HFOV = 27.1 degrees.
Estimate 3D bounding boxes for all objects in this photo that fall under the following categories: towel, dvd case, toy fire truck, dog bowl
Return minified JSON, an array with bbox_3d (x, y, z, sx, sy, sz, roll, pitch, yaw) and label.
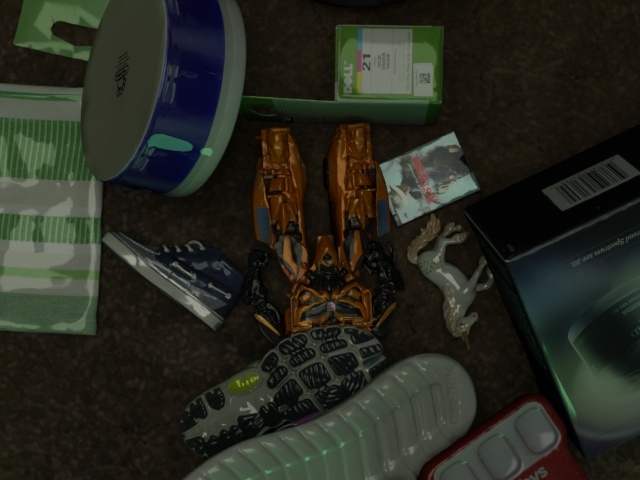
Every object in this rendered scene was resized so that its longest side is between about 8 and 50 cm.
[{"bbox_3d":[-0.407,-0.044,1.731,0.247,0.038,0.325,2,85,2],"label":"towel"},{"bbox_3d":[0.137,-0.079,1.725,0.119,0.013,0.087,-23,85,2],"label":"dvd case"},{"bbox_3d":[0.192,0.353,1.531,0.302,0.169,0.254,-33,92,-6],"label":"toy fire truck"},{"bbox_3d":[-0.196,-0.190,1.615,0.104,0.265,0.265,10,85,-30],"label":"dog bowl"}]

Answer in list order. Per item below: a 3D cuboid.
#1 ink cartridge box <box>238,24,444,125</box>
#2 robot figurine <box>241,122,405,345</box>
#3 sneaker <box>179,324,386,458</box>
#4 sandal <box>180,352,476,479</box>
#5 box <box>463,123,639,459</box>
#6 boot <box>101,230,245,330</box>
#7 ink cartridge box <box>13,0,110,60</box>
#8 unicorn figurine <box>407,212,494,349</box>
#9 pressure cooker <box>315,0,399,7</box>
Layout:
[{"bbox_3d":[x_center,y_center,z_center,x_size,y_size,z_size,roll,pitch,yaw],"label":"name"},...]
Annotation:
[{"bbox_3d":[0.022,-0.203,1.650,0.255,0.189,0.097,2,86,2],"label":"ink cartridge box"},{"bbox_3d":[0.000,0.000,1.678,0.211,0.085,0.291,-5,88,-8],"label":"robot figurine"},{"bbox_3d":[-0.049,0.176,1.652,0.275,0.110,0.107,-23,93,10],"label":"sneaker"},{"bbox_3d":[-0.002,0.272,1.566,0.416,0.102,0.169,-25,100,-12],"label":"sandal"},{"bbox_3d":[0.373,0.050,1.569,0.296,0.183,0.294,-26,115,0],"label":"box"},{"bbox_3d":[-0.184,0.028,1.708,0.190,0.069,0.086,37,81,-4],"label":"boot"},{"bbox_3d":[-0.304,-0.359,1.744,0.171,0.056,0.235,12,84,2],"label":"ink cartridge box"},{"bbox_3d":[0.175,0.051,1.697,0.111,0.060,0.162,-46,69,-1],"label":"unicorn figurine"},{"bbox_3d":[0.050,-0.489,1.558,0.369,0.420,0.376,-32,84,0],"label":"pressure cooker"}]
